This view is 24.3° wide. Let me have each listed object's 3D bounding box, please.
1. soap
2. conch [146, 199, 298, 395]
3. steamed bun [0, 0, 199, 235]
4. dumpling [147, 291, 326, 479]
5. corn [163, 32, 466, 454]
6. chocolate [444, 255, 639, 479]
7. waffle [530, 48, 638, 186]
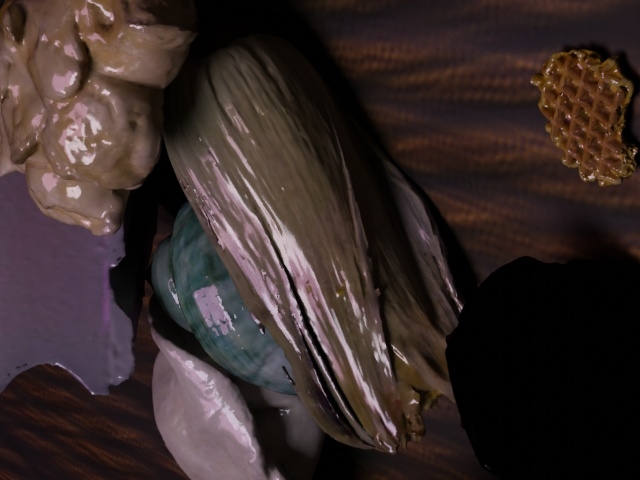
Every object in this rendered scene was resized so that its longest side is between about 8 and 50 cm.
[{"bbox_3d":[-0.228,-0.051,1.179,0.302,0.159,0.257,-98,2,-64],"label":"soap"},{"bbox_3d":[-0.052,0.040,1.153,0.188,0.122,0.176,42,174,40],"label":"conch"},{"bbox_3d":[-0.165,-0.158,1.028,0.295,0.137,0.292,-134,59,-75],"label":"steamed bun"},{"bbox_3d":[-0.067,0.139,1.240,0.250,0.132,0.162,59,-170,2],"label":"dumpling"},{"bbox_3d":[-0.001,0.000,1.032,0.305,0.123,0.122,58,149,5],"label":"corn"},{"bbox_3d":[0.143,0.096,0.896,0.156,0.156,0.133,52,165,17],"label":"chocolate"},{"bbox_3d":[0.152,-0.069,0.842,0.078,0.016,0.085,16,127,57],"label":"waffle"}]
